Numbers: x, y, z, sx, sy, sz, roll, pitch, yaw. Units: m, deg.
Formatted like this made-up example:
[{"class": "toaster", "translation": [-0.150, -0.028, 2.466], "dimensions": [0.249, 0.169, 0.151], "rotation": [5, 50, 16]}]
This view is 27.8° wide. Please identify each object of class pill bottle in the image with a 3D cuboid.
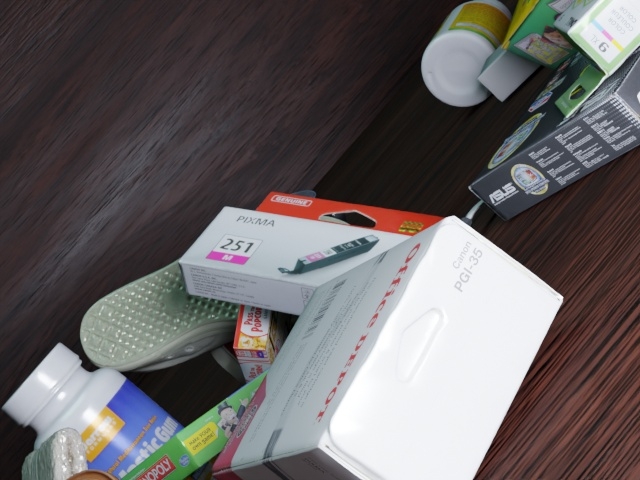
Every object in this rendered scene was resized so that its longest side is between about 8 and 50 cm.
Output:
[{"class": "pill bottle", "translation": [0.269, -0.341, 2.270], "dimensions": [0.136, 0.136, 0.245], "rotation": [-44, 7, 33]}, {"class": "pill bottle", "translation": [-0.267, 0.259, 1.649], "dimensions": [0.152, 0.272, 0.152], "rotation": [-48, 7, 7]}]

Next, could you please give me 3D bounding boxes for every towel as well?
[{"class": "towel", "translation": [-0.286, 0.361, 1.450], "dimensions": [0.049, 0.282, 0.187], "rotation": [-1, -18, -26]}]

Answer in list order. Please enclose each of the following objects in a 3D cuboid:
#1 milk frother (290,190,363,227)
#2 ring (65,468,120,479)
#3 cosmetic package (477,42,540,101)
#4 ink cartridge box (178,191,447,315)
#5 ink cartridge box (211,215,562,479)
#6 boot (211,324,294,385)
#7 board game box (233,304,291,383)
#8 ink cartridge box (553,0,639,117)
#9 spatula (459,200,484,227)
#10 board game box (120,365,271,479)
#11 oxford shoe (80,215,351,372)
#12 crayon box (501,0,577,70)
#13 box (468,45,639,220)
[{"class": "milk frother", "translation": [0.000, -0.023, 2.167], "dimensions": [0.129, 0.134, 0.143], "rotation": [-13, 21, 16]}, {"class": "ring", "translation": [-0.253, 0.391, 1.261], "dimensions": [0.336, 0.032, 0.336], "rotation": [-39, 40, 42]}, {"class": "cosmetic package", "translation": [0.348, -0.323, 1.976], "dimensions": [0.239, 0.060, 0.099], "rotation": [-44, 10, 31]}, {"class": "ink cartridge box", "translation": [0.000, 0.000, 1.614], "dimensions": [0.239, 0.275, 0.060], "rotation": [-55, -35, -45]}, {"class": "ink cartridge box", "translation": [0.042, 0.121, 1.036], "dimensions": [0.207, 0.117, 0.283], "rotation": [-59, 11, -22]}, {"class": "boot", "translation": [-0.076, 0.132, 2.007], "dimensions": [0.176, 0.088, 0.244], "rotation": [-45, 4, 7]}, {"class": "board game box", "translation": [-0.071, 0.091, 1.735], "dimensions": [0.147, 0.045, 0.193], "rotation": [79, -164, -58]}, {"class": "ink cartridge box", "translation": [0.286, -0.221, 1.249], "dimensions": [0.209, 0.062, 0.109], "rotation": [-47, 8, 12]}, {"class": "spatula", "translation": [0.183, -0.032, 1.480], "dimensions": [0.296, 0.030, 0.084], "rotation": [-52, 7, -30]}, {"class": "board game box", "translation": [-0.100, 0.208, 1.508], "dimensions": [0.317, 0.046, 0.213], "rotation": [-32, -8, -47]}, {"class": "oxford shoe", "translation": [-0.137, 0.082, 1.919], "dimensions": [0.449, 0.169, 0.130], "rotation": [-22, -17, 8]}, {"class": "crayon box", "translation": [0.386, -0.437, 1.687], "dimensions": [0.363, 0.106, 0.313], "rotation": [125, 170, -66]}, {"class": "box", "translation": [0.290, -0.150, 1.334], "dimensions": [0.216, 0.060, 0.270], "rotation": [-51, 7, -28]}]
